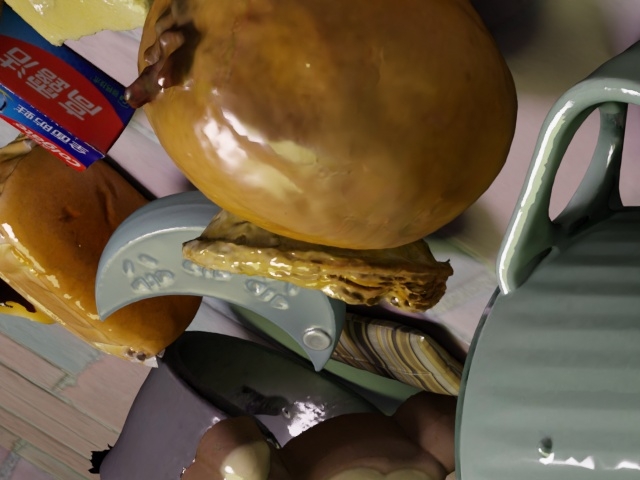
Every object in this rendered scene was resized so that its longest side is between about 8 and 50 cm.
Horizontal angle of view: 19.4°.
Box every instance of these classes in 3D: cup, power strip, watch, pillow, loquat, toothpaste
[{"bbox_3d":[0.276,0.098,1.059,0.401,0.310,0.392,39,153,-29],"label":"cup"},{"bbox_3d":[-0.073,0.034,1.648,0.253,0.054,0.167,11,135,3],"label":"power strip"},{"bbox_3d":[-0.069,0.222,1.827,0.335,0.314,0.327,13,-163,-39],"label":"watch"},{"bbox_3d":[0.046,0.099,1.755,0.203,0.038,0.113,12,157,43],"label":"pillow"},{"bbox_3d":[0.003,-0.095,1.129,0.238,0.193,0.238,21,-178,-1],"label":"loquat"},{"bbox_3d":[-0.303,-0.176,1.548,0.320,0.066,0.076,35,160,-14],"label":"toothpaste"}]

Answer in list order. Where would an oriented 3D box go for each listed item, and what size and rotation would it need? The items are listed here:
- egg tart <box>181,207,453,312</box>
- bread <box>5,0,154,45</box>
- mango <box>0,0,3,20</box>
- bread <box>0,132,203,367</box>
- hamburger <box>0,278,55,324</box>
[{"bbox_3d":[0.001,-0.001,1.448,0.213,0.090,0.212,10,179,0],"label":"egg tart"},{"bbox_3d":[-0.159,-0.197,1.266,0.156,0.086,0.125,2,140,48],"label":"bread"},{"bbox_3d":[-0.321,-0.186,1.355,0.176,0.176,0.329,-6,142,-15],"label":"mango"},{"bbox_3d":[-0.217,0.007,1.763,0.241,0.136,0.107,43,156,-30],"label":"bread"},{"bbox_3d":[-0.319,-0.002,1.935,0.173,0.116,0.210,11,150,24],"label":"hamburger"}]
